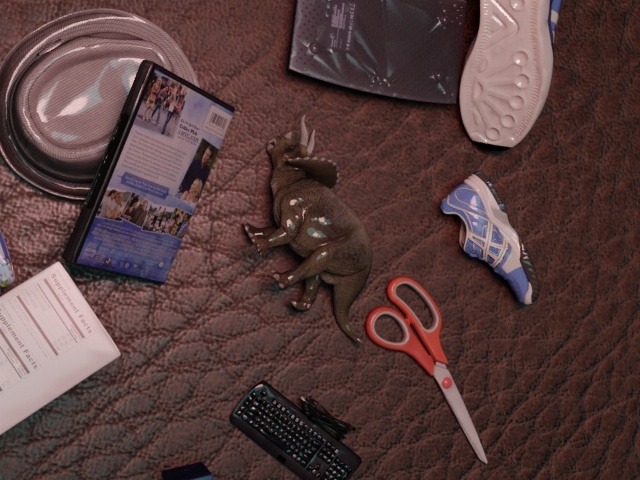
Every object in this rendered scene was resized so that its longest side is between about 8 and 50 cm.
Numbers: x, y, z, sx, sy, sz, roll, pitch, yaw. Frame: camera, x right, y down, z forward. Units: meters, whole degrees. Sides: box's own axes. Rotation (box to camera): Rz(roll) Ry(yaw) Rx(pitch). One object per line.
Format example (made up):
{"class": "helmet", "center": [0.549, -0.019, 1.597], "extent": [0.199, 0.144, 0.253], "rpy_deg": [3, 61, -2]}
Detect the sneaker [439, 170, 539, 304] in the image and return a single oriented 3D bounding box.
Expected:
{"class": "sneaker", "center": [0.251, 0.005, 1.311], "extent": [0.081, 0.080, 0.211], "rpy_deg": [-30, 96, 5]}

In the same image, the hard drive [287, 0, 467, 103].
{"class": "hard drive", "center": [0.079, -0.289, 1.274], "extent": [0.254, 0.054, 0.172], "rpy_deg": [8, 85, -18]}

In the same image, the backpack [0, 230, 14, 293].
{"class": "backpack", "center": [-0.425, 0.021, 1.073], "extent": [0.084, 0.105, 0.114], "rpy_deg": [-19, 90, -40]}

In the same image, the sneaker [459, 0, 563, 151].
{"class": "sneaker", "center": [0.301, -0.317, 1.311], "extent": [0.236, 0.130, 0.323], "rpy_deg": [-49, 146, -49]}

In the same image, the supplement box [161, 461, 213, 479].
{"class": "supplement box", "center": [-0.165, 0.338, 1.145], "extent": [0.056, 0.083, 0.083], "rpy_deg": [-9, 91, -17]}

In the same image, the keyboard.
{"class": "keyboard", "center": [-0.023, 0.262, 1.220], "extent": [0.192, 0.038, 0.100], "rpy_deg": [40, 76, -13]}

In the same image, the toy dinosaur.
{"class": "toy dinosaur", "center": [0.000, 0.000, 1.200], "extent": [0.160, 0.121, 0.313], "rpy_deg": [-32, 93, -3]}

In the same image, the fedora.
{"class": "fedora", "center": [-0.273, -0.179, 1.119], "extent": [0.275, 0.124, 0.244], "rpy_deg": [-26, 95, -17]}

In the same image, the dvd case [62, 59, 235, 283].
{"class": "dvd case", "center": [-0.206, -0.076, 1.105], "extent": [0.022, 0.180, 0.253], "rpy_deg": [23, 91, 29]}

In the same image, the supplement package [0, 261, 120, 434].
{"class": "supplement package", "center": [-0.379, 0.147, 1.058], "extent": [0.244, 0.139, 0.134], "rpy_deg": [-34, 96, -16]}

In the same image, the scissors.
{"class": "scissors", "center": [0.181, 0.185, 1.297], "extent": [0.109, 0.021, 0.297], "rpy_deg": [-44, 98, -17]}
